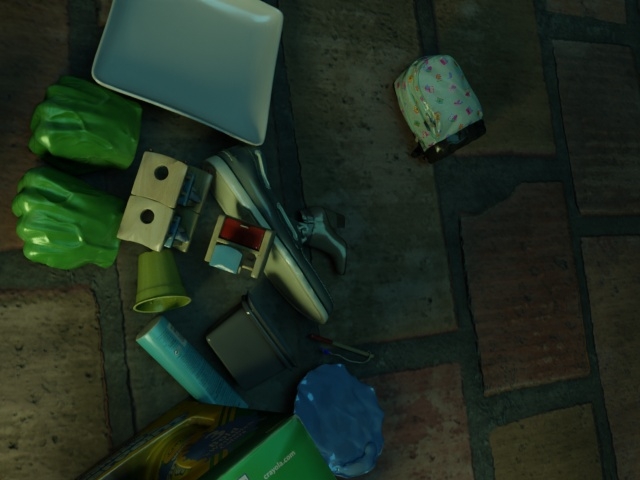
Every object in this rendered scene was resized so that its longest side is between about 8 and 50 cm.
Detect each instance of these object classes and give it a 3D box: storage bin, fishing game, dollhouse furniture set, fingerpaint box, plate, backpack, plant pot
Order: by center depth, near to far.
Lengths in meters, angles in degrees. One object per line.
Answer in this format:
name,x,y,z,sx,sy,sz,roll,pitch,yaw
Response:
fingerpaint box,-0.236,0.380,0.854,0.445,0.371,0.163,-34,99,-29
dollhouse furniture set,-0.162,-0.035,1.045,0.184,0.129,0.128,18,91,7
plant pot,-0.237,0.057,1.084,0.083,0.083,0.079,-1,71,-30
storage bin,-0.111,0.158,1.134,0.091,0.098,0.135,-33,100,-2
plate,-0.201,-0.302,1.156,0.277,0.045,0.278,19,62,-27
fishing game,0.029,0.291,1.195,0.189,0.041,0.264,21,56,-29
backpack,0.221,-0.253,1.371,0.152,0.115,0.182,-30,95,-27

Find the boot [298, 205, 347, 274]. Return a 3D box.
boot,0.000,0.000,1.249,0.087,0.042,0.118,1,80,-23

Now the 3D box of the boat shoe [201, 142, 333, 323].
boat shoe,-0.061,-0.015,1.171,0.099,0.116,0.319,-37,95,-25

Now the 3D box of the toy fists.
toy fists,-0.348,-0.096,1.032,0.142,0.096,0.279,18,72,-37

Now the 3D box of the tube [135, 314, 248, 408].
tube,-0.184,0.200,1.097,0.207,0.052,0.080,49,28,-14
